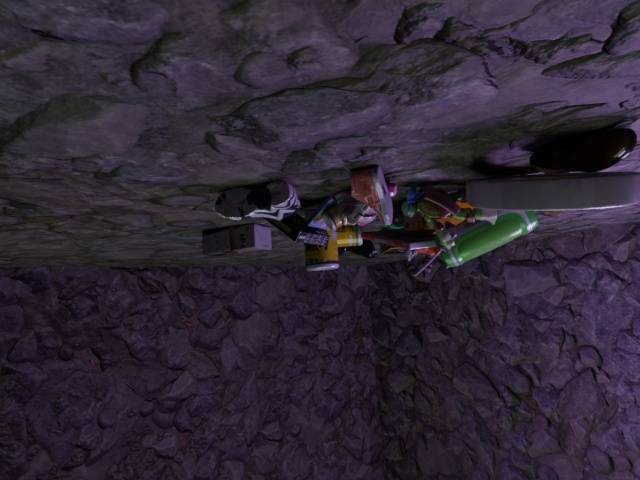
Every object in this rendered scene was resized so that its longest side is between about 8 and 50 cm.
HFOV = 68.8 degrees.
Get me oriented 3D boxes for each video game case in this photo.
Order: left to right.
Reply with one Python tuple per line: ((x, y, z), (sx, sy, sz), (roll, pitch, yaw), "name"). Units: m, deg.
((0.033, -0.085, 1.537), (0.119, 0.015, 0.166), (-49, 154, 18), "video game case")
((0.305, -0.008, 1.669), (0.203, 0.025, 0.285), (-6, -170, -29), "video game case")

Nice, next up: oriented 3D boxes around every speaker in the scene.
((0.515, -0.028, 1.467), (0.296, 0.131, 0.131), (-28, 165, 16), "speaker")

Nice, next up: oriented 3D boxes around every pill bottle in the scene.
((0.000, 0.000, 1.671), (0.119, 0.209, 0.119), (-4, 173, -1), "pill bottle")
((0.055, -0.031, 1.816), (0.208, 0.118, 0.117), (-4, 172, 2), "pill bottle")
((0.069, -0.086, 1.486), (0.116, 0.065, 0.065), (-34, 179, -13), "pill bottle")

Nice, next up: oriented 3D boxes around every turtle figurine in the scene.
((0.379, -0.072, 1.430), (0.266, 0.275, 0.198), (-9, -154, 3), "turtle figurine")

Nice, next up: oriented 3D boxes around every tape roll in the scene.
((0.573, -0.128, 1.175), (0.391, 0.072, 0.392), (-4, -171, 1), "tape roll")

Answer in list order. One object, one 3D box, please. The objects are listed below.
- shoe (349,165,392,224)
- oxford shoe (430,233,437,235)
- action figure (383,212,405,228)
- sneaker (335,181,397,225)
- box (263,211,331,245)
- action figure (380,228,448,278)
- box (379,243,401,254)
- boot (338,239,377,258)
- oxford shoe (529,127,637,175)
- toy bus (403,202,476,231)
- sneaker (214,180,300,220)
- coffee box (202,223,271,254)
((0.133, -0.113, 1.215), (0.081, 0.064, 0.178), (-3, 132, 24), "shoe")
((0.587, -0.049, 1.911), (0.348, 0.130, 0.122), (-11, 170, 43), "oxford shoe")
((0.340, -0.077, 1.825), (0.137, 0.064, 0.232), (-1, 176, -7), "action figure")
((0.135, -0.103, 1.349), (0.102, 0.111, 0.252), (0, 171, -26), "sneaker")
((-0.085, -0.050, 1.510), (0.184, 0.045, 0.190), (33, -168, 29), "box")
((0.446, 0.030, 2.143), (0.340, 0.179, 0.330), (-1, -161, 12), "action figure")
((0.508, 0.019, 2.578), (0.321, 0.080, 0.257), (-3, 170, -4), "box")
((0.106, 0.049, 2.021), (0.207, 0.094, 0.246), (-28, -150, -12), "boot")
((0.573, -0.192, 1.040), (0.096, 0.083, 0.227), (3, 170, -30), "oxford shoe")
((0.457, -0.082, 1.684), (0.332, 0.108, 0.130), (2, 171, -39), "toy bus")
((-0.164, -0.095, 1.312), (0.234, 0.094, 0.153), (-17, 161, 15), "sneaker")
((-0.340, 0.001, 1.904), (0.246, 0.098, 0.141), (-7, 171, 21), "coffee box")
